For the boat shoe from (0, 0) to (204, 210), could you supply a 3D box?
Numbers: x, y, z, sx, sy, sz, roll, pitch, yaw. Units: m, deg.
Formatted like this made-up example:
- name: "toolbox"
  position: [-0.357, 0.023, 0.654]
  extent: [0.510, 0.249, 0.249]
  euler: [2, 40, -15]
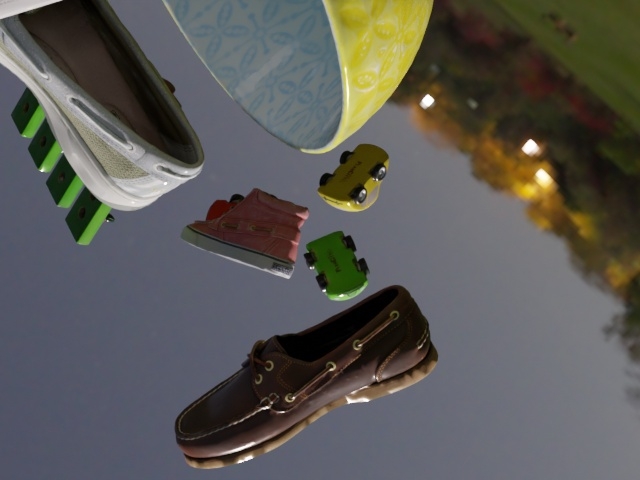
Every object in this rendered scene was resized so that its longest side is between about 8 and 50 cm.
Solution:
- name: "boat shoe"
  position: [-0.214, -0.176, 1.270]
  extent: [0.118, 0.103, 0.320]
  euler: [-38, -80, -42]

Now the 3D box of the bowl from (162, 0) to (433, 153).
- name: "bowl"
  position: [-0.008, -0.219, 0.986]
  extent: [0.289, 0.156, 0.289]
  euler: [49, 160, 24]

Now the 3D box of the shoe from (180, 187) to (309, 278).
- name: "shoe"
  position: [-0.080, -0.016, 1.608]
  extent: [0.063, 0.081, 0.178]
  euler: [22, 177, -40]

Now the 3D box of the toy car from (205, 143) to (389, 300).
- name: "toy car"
  position: [0.000, 0.000, 1.770]
  extent: [0.053, 0.239, 0.225]
  euler: [72, 174, -45]

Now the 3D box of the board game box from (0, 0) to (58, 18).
- name: "board game box"
  position: [-0.277, -0.171, 0.921]
  extent: [0.193, 0.053, 0.305]
  euler: [13, -155, 25]

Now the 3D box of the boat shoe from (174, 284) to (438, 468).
- name: "boat shoe"
  position: [-0.018, 0.096, 1.093]
  extent: [0.073, 0.207, 0.073]
  euler: [63, 180, -34]

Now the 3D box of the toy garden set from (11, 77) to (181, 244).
- name: "toy garden set"
  position: [-0.250, -0.145, 1.690]
  extent: [0.049, 0.204, 0.244]
  euler: [14, -149, -42]
